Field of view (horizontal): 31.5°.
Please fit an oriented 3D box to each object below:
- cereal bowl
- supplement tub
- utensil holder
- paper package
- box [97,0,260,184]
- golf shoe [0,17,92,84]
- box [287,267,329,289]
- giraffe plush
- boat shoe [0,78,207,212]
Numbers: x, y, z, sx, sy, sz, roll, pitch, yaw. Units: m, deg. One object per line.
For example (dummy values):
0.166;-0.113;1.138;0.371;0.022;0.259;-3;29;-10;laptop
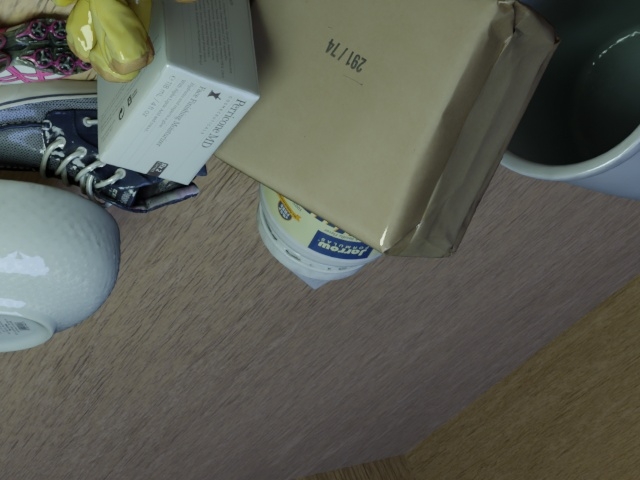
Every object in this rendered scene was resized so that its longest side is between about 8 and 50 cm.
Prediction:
-0.422;0.053;1.446;0.339;0.141;0.339;-4;157;-2;cereal bowl
0.045;-0.107;1.664;0.235;0.235;0.325;-11;152;-28;supplement tub
0.431;-0.229;1.689;0.328;0.327;0.385;-37;156;26;utensil holder
0.059;-0.174;1.328;0.168;0.325;0.309;12;106;-54;paper package
-0.169;-0.195;1.317;0.119;0.181;0.181;14;140;-30;box
-0.347;-0.214;1.303;0.186;0.067;0.086;-9;179;-35;golf shoe
0.000;0.000;2.019;0.130;0.091;0.170;-29;156;8;box
-0.184;-0.286;1.164;0.170;0.181;0.210;-30;131;-22;giraffe plush
-0.302;-0.109;1.425;0.341;0.158;0.127;-12;153;-27;boat shoe
